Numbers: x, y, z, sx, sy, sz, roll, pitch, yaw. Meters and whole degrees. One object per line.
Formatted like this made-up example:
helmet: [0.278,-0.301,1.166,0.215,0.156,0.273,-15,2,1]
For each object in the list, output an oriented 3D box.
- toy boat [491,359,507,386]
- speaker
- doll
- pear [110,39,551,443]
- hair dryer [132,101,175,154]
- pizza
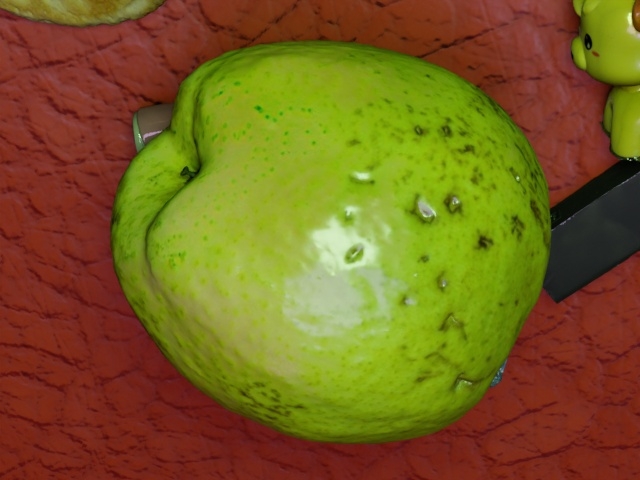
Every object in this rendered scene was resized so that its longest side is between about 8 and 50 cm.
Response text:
toy boat: [0.170,0.096,1.492,0.059,0.066,0.140,2,117,4]
speaker: [0.304,-0.028,1.435,0.218,0.044,0.082,-36,112,19]
doll: [0.297,-0.181,1.305,0.135,0.143,0.221,-10,125,8]
pear: [0.000,0.000,1.276,0.391,0.391,0.391,0,118,1]
hair dryer: [-0.122,-0.071,1.424,0.106,0.054,0.154,-8,128,-1]
pizza: [-0.254,-0.268,1.262,0.181,0.034,0.262,-11,148,23]
